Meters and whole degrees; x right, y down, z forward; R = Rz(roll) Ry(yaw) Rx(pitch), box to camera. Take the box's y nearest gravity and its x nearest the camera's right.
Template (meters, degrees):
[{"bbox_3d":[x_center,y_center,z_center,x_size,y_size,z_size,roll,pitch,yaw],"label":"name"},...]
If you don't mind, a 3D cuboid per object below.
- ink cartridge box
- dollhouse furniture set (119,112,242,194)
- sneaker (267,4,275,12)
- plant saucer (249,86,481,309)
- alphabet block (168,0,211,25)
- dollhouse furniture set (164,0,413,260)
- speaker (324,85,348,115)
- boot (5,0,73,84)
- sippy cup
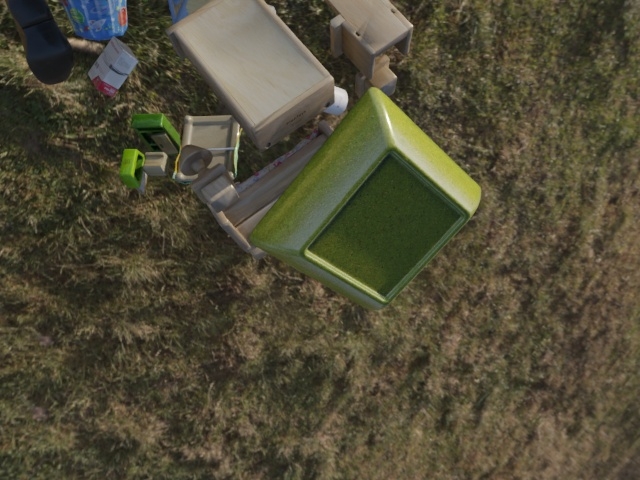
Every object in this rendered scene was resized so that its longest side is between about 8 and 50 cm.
[{"bbox_3d":[-0.594,-0.496,1.369,0.135,0.099,0.056,-47,146,13],"label":"ink cartridge box"},{"bbox_3d":[-0.344,-0.216,1.271,0.301,0.198,0.151,0,159,5],"label":"dollhouse furniture set"},{"bbox_3d":[-0.268,-0.815,1.604,0.281,0.105,0.115,-3,107,-39],"label":"sneaker"},{"bbox_3d":[0.059,-0.017,0.476,0.188,0.045,0.188,32,106,-33],"label":"plant saucer"},{"bbox_3d":[-0.287,-0.679,1.276,0.197,0.192,0.194,-6,76,-33],"label":"alphabet block"},{"bbox_3d":[-0.053,-0.162,0.681,0.303,0.174,0.355,-36,165,-7],"label":"dollhouse furniture set"},{"bbox_3d":[-0.010,-0.287,0.938,0.136,0.055,0.055,3,113,-44],"label":"speaker"},{"bbox_3d":[-0.711,-0.529,1.203,0.112,0.115,0.305,-29,162,-25],"label":"boot"},{"bbox_3d":[-0.710,-0.763,1.492,0.305,0.240,0.224,1,135,-5],"label":"sippy cup"}]
